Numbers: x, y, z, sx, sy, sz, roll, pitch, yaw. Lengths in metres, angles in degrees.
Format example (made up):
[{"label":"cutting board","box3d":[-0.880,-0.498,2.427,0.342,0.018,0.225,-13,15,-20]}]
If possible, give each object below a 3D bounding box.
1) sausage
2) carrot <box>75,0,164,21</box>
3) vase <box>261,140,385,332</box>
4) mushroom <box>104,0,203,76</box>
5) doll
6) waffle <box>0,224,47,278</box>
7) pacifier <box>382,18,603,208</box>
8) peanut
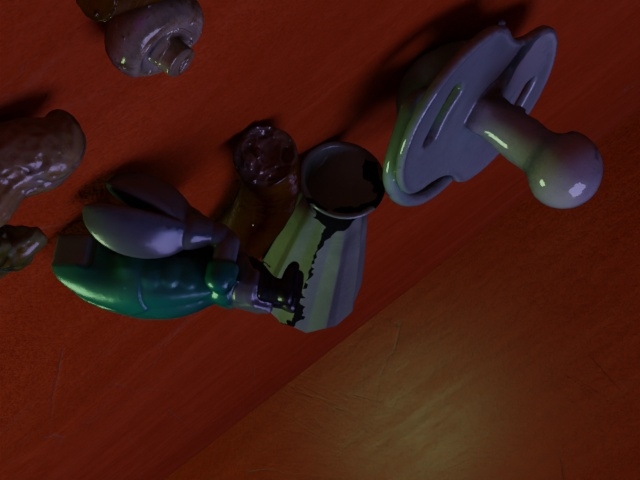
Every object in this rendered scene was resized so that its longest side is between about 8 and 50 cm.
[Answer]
[{"label":"sausage","box3d":[-0.077,-0.048,1.509,0.103,0.076,0.302,-22,162,-20]},{"label":"carrot","box3d":[-0.118,-0.202,0.926,0.139,0.048,0.048,-27,165,-40]},{"label":"vase","box3d":[0.000,0.000,1.731,0.165,0.165,0.360,-30,162,-21]},{"label":"mushroom","box3d":[-0.131,-0.164,0.981,0.083,0.067,0.083,-38,163,-14]},{"label":"doll","box3d":[-0.154,0.017,1.339,0.258,0.153,0.195,16,161,-18]},{"label":"waffle","box3d":[-0.364,0.049,1.108,0.223,0.054,0.204,-27,178,33]},{"label":"pacifier","box3d":[0.232,-0.127,1.564,0.343,0.269,0.288,-14,138,-53]},{"label":"peanut","box3d":[-0.272,-0.048,1.012,0.174,0.080,0.080,-31,166,-12]}]
